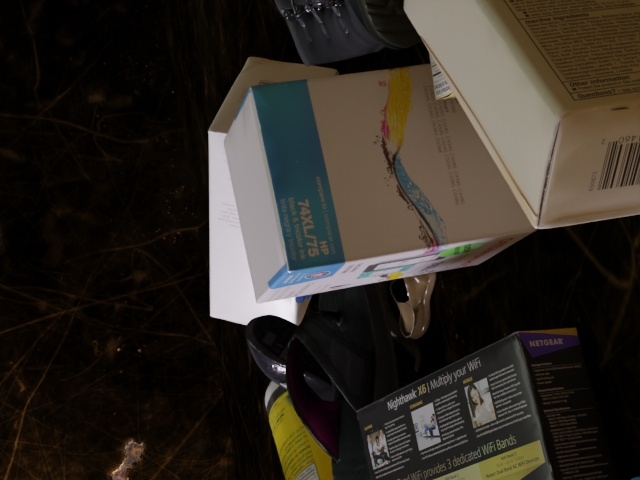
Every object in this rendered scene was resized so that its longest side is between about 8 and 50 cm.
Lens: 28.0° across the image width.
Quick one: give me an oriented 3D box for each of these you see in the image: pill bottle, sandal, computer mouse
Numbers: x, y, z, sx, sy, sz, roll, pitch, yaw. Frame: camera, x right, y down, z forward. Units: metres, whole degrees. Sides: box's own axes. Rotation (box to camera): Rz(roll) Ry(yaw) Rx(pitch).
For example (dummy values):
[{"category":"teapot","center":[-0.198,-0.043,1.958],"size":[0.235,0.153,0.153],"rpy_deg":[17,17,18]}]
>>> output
[{"category":"pill bottle","center":[0.046,0.337,1.835],"size":[0.188,0.188,0.334],"rpy_deg":[99,158,-50]},{"category":"sandal","center":[0.023,0.189,1.590],"size":[0.445,0.107,0.167],"rpy_deg":[-98,25,-45]},{"category":"computer mouse","center":[-0.002,0.213,1.740],"size":[0.060,0.262,0.184],"rpy_deg":[-61,4,32]}]

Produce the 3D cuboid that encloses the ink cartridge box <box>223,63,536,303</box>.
[{"category":"ink cartridge box","center":[0.057,-0.063,1.379],"size":[0.198,0.270,0.197],"rpy_deg":[134,125,-73]}]

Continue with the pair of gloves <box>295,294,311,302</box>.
[{"category":"pair of gloves","center":[0.000,0.000,1.932],"size":[0.023,0.198,0.159],"rpy_deg":[18,140,24]}]

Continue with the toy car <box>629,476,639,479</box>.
[{"category":"toy car","center":[0.268,0.358,1.032],"size":[0.238,0.219,0.210],"rpy_deg":[54,169,-11]}]

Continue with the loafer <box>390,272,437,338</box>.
[{"category":"loafer","center":[0.116,0.072,1.680],"size":[0.056,0.050,0.148],"rpy_deg":[-112,20,-46]}]

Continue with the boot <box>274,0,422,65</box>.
[{"category":"boot","center":[0.033,-0.408,1.595],"size":[0.445,0.146,0.367],"rpy_deg":[-148,53,-78]}]

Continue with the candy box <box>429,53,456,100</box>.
[{"category":"candy box","center":[0.154,-0.233,1.224],"size":[0.053,0.109,0.186],"rpy_deg":[176,86,-77]}]

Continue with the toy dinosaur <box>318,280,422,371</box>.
[{"category":"toy dinosaur","center":[0.049,0.074,1.816],"size":[0.313,0.121,0.160],"rpy_deg":[-112,13,-53]}]

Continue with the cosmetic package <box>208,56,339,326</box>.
[{"category":"cosmetic package","center":[-0.075,-0.065,2.012],"size":[0.217,0.156,0.385],"rpy_deg":[-69,-14,-46]}]

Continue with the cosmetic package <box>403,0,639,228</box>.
[{"category":"cosmetic package","center":[0.190,-0.157,1.020],"size":[0.309,0.160,0.113],"rpy_deg":[-111,18,-46]}]

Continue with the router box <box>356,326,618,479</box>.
[{"category":"router box","center":[0.169,0.250,1.316],"size":[0.309,0.081,0.243],"rpy_deg":[-36,62,54]}]
